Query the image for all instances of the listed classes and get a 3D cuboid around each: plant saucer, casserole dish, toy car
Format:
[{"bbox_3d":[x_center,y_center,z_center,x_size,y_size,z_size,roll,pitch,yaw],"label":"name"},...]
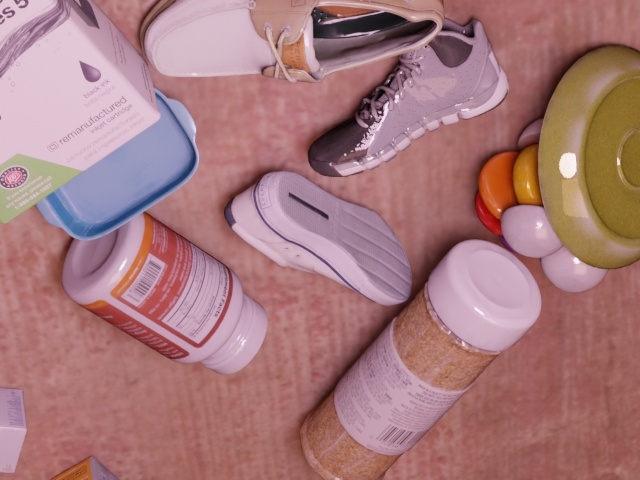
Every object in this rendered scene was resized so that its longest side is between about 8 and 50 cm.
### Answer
[{"bbox_3d":[0.327,-0.088,1.807,0.241,0.037,0.241,-4,96,-40],"label":"plant saucer"},{"bbox_3d":[-0.207,-0.080,1.735,0.188,0.037,0.114,-32,94,12],"label":"casserole dish"},{"bbox_3d":[0.244,-0.034,1.870,0.136,0.159,0.182,-12,141,42],"label":"toy car"}]

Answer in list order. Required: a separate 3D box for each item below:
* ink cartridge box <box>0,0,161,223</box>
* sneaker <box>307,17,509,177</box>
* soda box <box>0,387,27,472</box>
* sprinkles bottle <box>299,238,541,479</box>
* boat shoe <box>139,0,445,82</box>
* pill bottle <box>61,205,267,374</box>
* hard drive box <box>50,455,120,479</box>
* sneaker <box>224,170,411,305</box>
[{"bbox_3d":[-0.314,-0.177,1.604,0.198,0.115,0.273,-33,128,11],"label":"ink cartridge box"},{"bbox_3d":[0.075,-0.166,1.752,0.228,0.086,0.132,-27,125,-7],"label":"sneaker"},{"bbox_3d":[-0.444,0.206,1.903,0.216,0.069,0.074,8,125,-20],"label":"soda box"},{"bbox_3d":[0.107,0.149,1.927,0.121,0.121,0.355,15,135,-25],"label":"sprinkles bottle"},{"bbox_3d":[-0.027,-0.213,1.656,0.302,0.103,0.113,-16,138,1],"label":"boat shoe"},{"bbox_3d":[-0.163,0.058,1.829,0.121,0.121,0.216,-42,127,18],"label":"pill bottle"},{"bbox_3d":[-0.303,0.397,1.987,0.181,0.232,0.089,-32,129,10],"label":"hard drive box"},{"bbox_3d":[0.000,0.000,1.863,0.091,0.094,0.258,-16,142,37],"label":"sneaker"}]
